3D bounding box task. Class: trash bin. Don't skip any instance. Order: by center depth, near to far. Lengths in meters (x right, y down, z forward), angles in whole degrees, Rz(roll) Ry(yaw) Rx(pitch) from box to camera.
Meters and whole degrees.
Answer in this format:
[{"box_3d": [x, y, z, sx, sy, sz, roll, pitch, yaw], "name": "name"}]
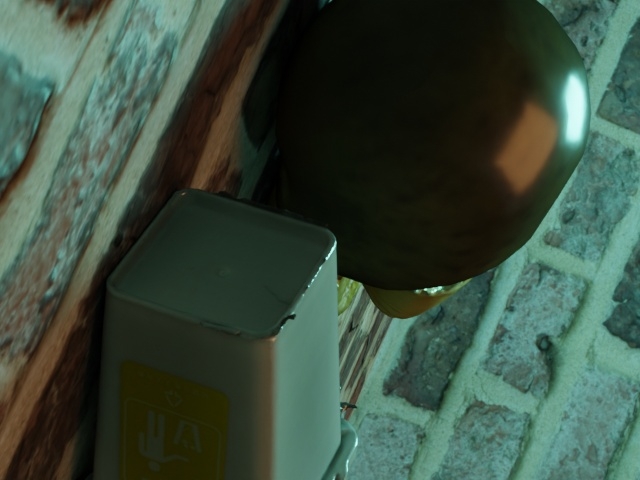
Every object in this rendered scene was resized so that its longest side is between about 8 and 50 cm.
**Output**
[{"box_3d": [-0.092, 0.139, 1.517, 0.296, 0.255, 0.368, -55, 157, -46], "name": "trash bin"}]

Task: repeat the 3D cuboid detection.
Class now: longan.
[{"box_3d": [0.117, -0.126, 1.703, 0.404, 0.336, 0.404, -20, 148, -13], "name": "longan"}]

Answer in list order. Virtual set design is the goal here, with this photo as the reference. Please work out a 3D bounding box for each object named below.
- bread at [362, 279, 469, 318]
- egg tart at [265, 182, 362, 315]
[{"box_3d": [0.175, -0.063, 2.417, 0.361, 0.250, 0.394, -45, -179, -15], "name": "bread"}, {"box_3d": [0.000, 0.000, 1.973, 0.341, 0.132, 0.341, 23, 90, -79], "name": "egg tart"}]
